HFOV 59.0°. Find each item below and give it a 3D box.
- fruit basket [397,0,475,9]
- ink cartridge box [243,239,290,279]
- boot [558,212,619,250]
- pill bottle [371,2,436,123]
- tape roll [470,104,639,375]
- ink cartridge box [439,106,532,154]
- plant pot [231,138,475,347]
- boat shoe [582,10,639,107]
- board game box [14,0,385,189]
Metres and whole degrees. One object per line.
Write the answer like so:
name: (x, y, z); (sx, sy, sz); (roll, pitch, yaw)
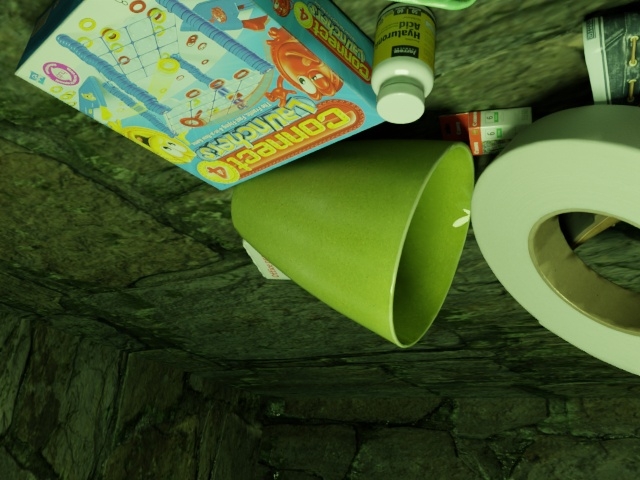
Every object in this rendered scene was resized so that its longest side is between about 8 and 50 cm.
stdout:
fruit basket: (0.004, -0.220, 0.291); (0.326, 0.353, 0.166); (8, 112, 0)
ink cartridge box: (0.000, 0.000, 1.019); (0.237, 0.100, 0.172); (1, 154, 11)
boot: (0.398, -0.033, 0.847); (0.115, 0.112, 0.305); (3, 155, -17)
pill bottle: (0.086, -0.182, 0.586); (0.065, 0.117, 0.065); (5, 155, 3)
tape roll: (0.363, 0.020, 0.683); (0.392, 0.072, 0.392); (37, 156, 19)
ink cartridge box: (0.216, -0.141, 0.742); (0.115, 0.029, 0.063); (-2, 154, 18)
plant pot: (0.030, -0.031, 0.802); (0.293, 0.275, 0.275); (18, 162, 27)
boat shoe: (0.338, -0.168, 0.604); (0.083, 0.065, 0.183); (-4, 151, 32)
board game box: (-0.129, -0.198, 0.649); (0.308, 0.086, 0.301); (-16, 146, 41)
